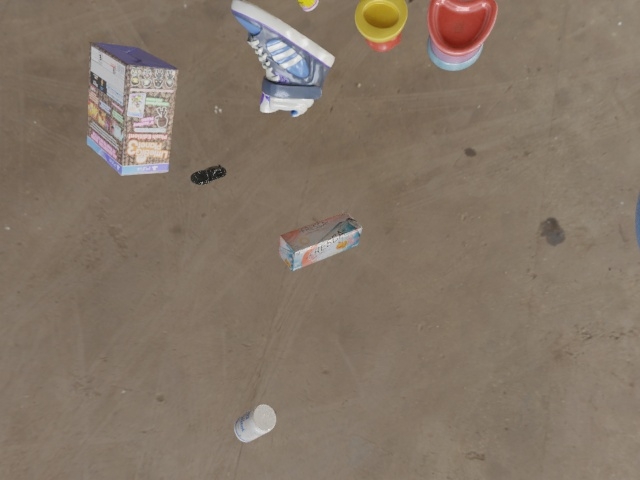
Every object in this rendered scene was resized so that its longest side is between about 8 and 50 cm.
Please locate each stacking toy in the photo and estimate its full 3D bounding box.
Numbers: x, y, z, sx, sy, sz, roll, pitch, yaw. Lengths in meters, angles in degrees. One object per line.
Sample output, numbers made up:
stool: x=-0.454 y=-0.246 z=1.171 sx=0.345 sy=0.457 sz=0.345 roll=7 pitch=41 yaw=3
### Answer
stacking toy: x=0.263 y=-0.557 z=1.140 sx=0.308 sy=0.130 sz=0.280 roll=20 pitch=89 yaw=11

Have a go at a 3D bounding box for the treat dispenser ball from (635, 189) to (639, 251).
treat dispenser ball: x=0.485 y=-0.022 z=0.477 sx=0.287 sy=0.288 sz=0.289 roll=1 pitch=77 yaw=-6

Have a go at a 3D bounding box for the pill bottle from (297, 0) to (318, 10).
pill bottle: x=-0.041 y=-0.558 z=1.069 sx=0.043 sy=0.083 sz=0.044 roll=-12 pitch=63 yaw=26

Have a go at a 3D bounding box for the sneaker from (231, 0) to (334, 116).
sneaker: x=-0.137 y=-0.470 z=1.305 sx=0.322 sy=0.130 sz=0.236 roll=21 pitch=112 yaw=-31

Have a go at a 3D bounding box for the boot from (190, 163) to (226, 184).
boot: x=-0.360 y=-0.210 z=1.519 sx=0.121 sy=0.099 sz=0.045 roll=-21 pitch=109 yaw=-22

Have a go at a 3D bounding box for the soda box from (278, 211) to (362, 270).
soda box: x=0.000 y=0.000 z=1.043 sx=0.183 sy=0.058 sz=0.063 roll=-21 pitch=50 yaw=-29

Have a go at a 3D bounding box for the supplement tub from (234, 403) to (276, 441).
supplement tub: x=-0.171 y=0.473 z=1.240 sx=0.070 sy=0.107 sz=0.071 roll=24 pitch=44 yaw=-25

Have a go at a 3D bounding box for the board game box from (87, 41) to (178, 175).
board game box: x=-0.523 y=-0.361 z=1.318 sx=0.141 sy=0.291 sz=0.232 roll=-13 pitch=39 yaw=-44
